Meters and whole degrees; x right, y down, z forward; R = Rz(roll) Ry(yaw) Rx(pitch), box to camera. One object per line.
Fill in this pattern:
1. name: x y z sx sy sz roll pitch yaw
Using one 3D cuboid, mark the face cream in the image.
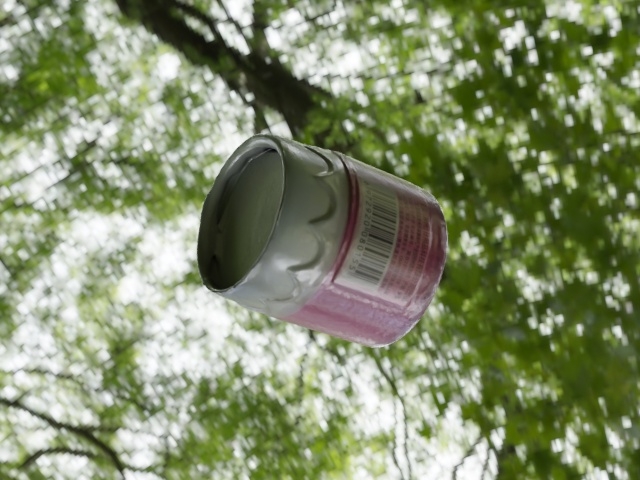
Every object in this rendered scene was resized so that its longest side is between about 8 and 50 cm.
1. face cream: 0.000 0.000 1.394 0.175 0.194 0.175 -37 -137 43
